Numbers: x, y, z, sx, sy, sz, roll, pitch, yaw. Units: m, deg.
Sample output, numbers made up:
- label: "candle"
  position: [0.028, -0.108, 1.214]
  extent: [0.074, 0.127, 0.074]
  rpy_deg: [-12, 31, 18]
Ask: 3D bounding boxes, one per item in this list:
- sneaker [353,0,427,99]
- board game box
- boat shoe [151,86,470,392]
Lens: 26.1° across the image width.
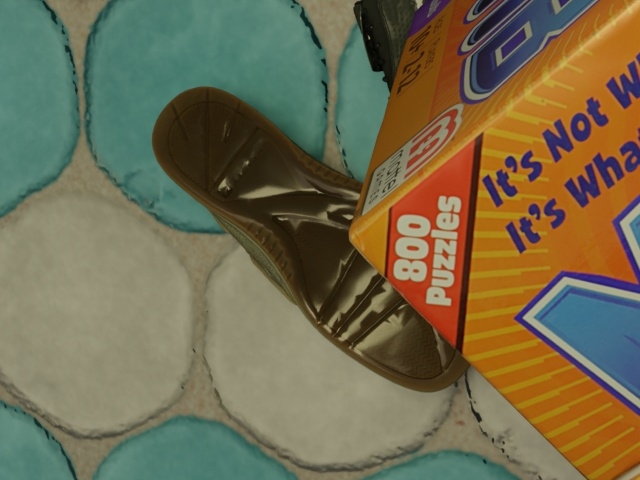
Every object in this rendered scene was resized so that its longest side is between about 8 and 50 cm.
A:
- label: "sneaker"
  position: [0.072, -0.138, 1.012]
  extent: [0.106, 0.078, 0.234]
  rpy_deg: [14, 102, 22]
- label: "board game box"
  position: [0.282, -0.060, 0.734]
  extent: [0.356, 0.356, 0.356]
  rpy_deg: [44, 114, -12]
- label: "boat shoe"
  position: [0.000, 0.000, 1.058]
  extent: [0.302, 0.098, 0.109]
  rpy_deg: [40, 87, 12]
